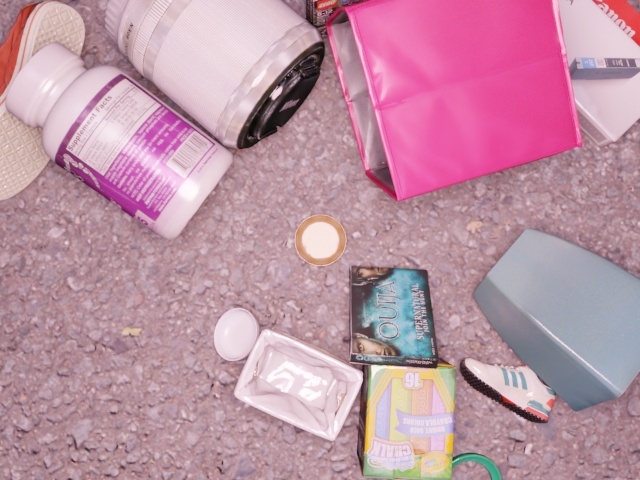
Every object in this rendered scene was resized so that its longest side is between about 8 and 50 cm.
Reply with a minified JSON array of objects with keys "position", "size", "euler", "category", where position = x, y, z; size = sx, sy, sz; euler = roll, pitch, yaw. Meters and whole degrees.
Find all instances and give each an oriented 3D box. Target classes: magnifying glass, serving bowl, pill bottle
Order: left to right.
[{"position":[-0.294,-0.148,0.973],"size":[0.302,0.169,0.169],"euler":[37,87,-9],"category":"pill bottle"},{"position":[-0.127,0.150,1.040],"size":[0.083,0.027,0.083],"euler":[-10,69,28],"category":"serving bowl"},{"position":[0.178,0.414,1.040],"size":[0.231,0.026,0.092],"euler":[-28,87,-4],"category":"magnifying glass"}]

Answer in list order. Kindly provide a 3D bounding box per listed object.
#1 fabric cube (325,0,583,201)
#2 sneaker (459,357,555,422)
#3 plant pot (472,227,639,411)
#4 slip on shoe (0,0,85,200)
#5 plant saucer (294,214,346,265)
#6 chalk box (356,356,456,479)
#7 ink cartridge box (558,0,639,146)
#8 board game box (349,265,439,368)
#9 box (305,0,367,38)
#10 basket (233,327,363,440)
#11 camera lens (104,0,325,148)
[{"position":[0.173,-0.229,0.936],"size":[0.258,0.254,0.258],"euler":[-17,105,-1],"category":"fabric cube"},{"position":[0.299,0.219,1.044],"size":[0.161,0.057,0.075],"euler":[32,70,3],"category":"sneaker"},{"position":[0.360,0.103,0.983],"size":[0.234,0.165,0.166],"euler":[41,74,14],"category":"plant pot"},{"position":[-0.473,-0.219,1.041],"size":[0.101,0.123,0.331],"euler":[22,93,35],"category":"slip on shoe"},{"position":[0.000,0.000,1.067],"size":[0.084,0.015,0.083],"euler":[0,86,0],"category":"plant saucer"},{"position":[0.126,0.285,0.993],"size":[0.132,0.132,0.212],"euler":[3,87,0],"category":"chalk box"},{"position":[0.451,-0.346,1.071],"size":[0.261,0.066,0.296],"euler":[-45,88,-2],"category":"ink cartridge box"},{"position":[0.105,0.111,0.994],"size":[0.126,0.186,0.026],"euler":[3,129,-1],"category":"board game box"},{"position":[0.092,-0.390,1.022],"size":[0.233,0.159,0.044],"euler":[-18,87,-1],"category":"box"},{"position":[-0.032,0.213,1.010],"size":[0.167,0.103,0.113],"euler":[25,87,2],"category":"basket"},{"position":[-0.148,-0.289,0.982],"size":[0.274,0.219,0.219],"euler":[41,87,2],"category":"camera lens"}]
